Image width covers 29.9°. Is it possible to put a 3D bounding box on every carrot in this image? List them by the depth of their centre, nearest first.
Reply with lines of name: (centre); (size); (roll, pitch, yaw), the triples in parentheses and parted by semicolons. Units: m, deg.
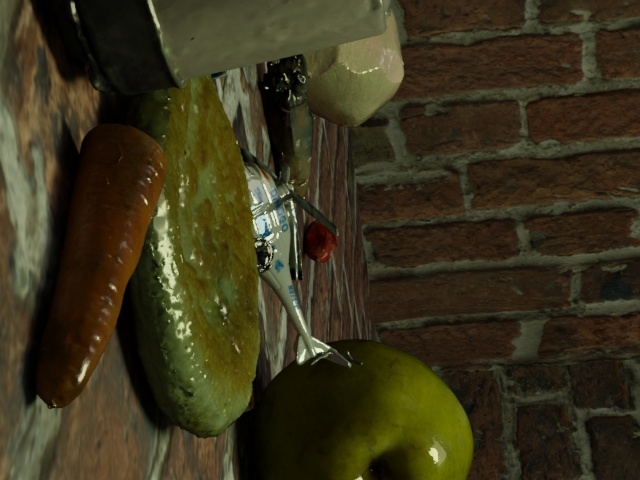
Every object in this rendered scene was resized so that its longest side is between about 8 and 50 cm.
carrot: (-0.142, 0.018, 0.748); (0.061, 0.061, 0.209); (79, 13, -47)

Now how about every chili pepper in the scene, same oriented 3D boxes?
chili pepper: (0.001, 0.001, 2.148); (0.191, 0.059, 0.050); (-88, 180, -66)

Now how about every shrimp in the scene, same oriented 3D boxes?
shrimp: (-0.044, -0.197, 1.839); (0.178, 0.075, 0.289); (-101, 180, -48)

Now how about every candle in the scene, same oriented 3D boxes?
candle: (-0.021, -0.218, 0.817); (0.187, 0.330, 0.187); (-13, 90, -86)

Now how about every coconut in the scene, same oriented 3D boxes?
coconut: (0.039, -0.304, 2.052); (0.224, 0.224, 0.234); (76, 13, -59)

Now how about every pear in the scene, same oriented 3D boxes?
pear: (0.046, 0.234, 1.406); (0.307, 0.253, 0.253); (-107, -169, -78)

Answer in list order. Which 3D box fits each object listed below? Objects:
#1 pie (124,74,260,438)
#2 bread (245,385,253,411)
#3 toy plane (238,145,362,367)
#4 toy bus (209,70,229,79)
pie: (-0.111, -0.004, 0.997); (0.323, 0.070, 0.323); (-7, 90, -81)
bread: (-0.091, 0.129, 1.170); (0.062, 0.043, 0.109); (-83, 168, -71)
toy plane: (-0.058, 0.022, 1.265); (0.182, 0.107, 0.273); (30, -40, 41)
toy bus: (-0.115, -0.212, 1.265); (0.031, 0.037, 0.083); (-83, 168, -62)
